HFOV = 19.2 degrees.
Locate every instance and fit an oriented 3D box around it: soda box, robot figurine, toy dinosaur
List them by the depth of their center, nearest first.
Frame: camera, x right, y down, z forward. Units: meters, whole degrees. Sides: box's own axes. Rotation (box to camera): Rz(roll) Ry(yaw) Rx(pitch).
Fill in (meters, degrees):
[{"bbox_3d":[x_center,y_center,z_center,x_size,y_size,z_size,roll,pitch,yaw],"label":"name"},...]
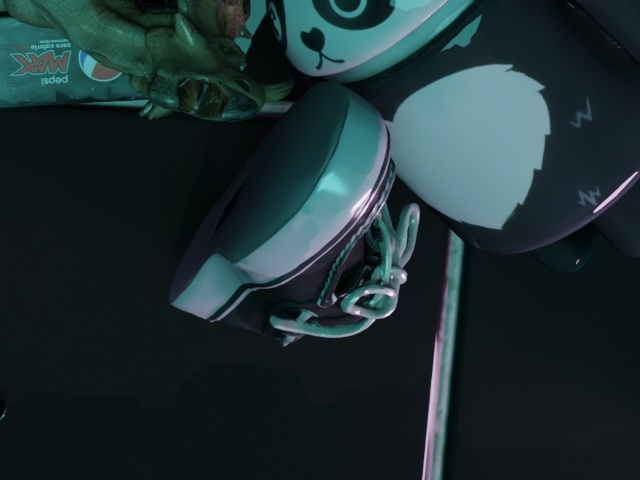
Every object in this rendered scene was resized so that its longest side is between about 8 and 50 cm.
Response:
[{"bbox_3d":[-0.114,-0.176,1.050,0.200,0.127,0.295,7,64,-11],"label":"toy dinosaur"},{"bbox_3d":[0.094,-0.102,1.074,0.209,0.173,0.278,-39,114,15],"label":"robot figurine"},{"bbox_3d":[-0.159,-0.114,1.131,0.169,0.053,0.060,-3,110,-1],"label":"soda box"}]

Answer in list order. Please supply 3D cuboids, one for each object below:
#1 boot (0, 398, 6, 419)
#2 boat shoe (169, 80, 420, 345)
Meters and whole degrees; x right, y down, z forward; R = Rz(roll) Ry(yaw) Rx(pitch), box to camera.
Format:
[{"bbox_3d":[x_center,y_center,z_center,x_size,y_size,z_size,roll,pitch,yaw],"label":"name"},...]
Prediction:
[{"bbox_3d":[-0.314,0.107,1.200,0.198,0.077,0.137,34,100,-27],"label":"boot"},{"bbox_3d":[-0.002,0.004,1.063,0.105,0.306,0.113,26,66,-9],"label":"boat shoe"}]
